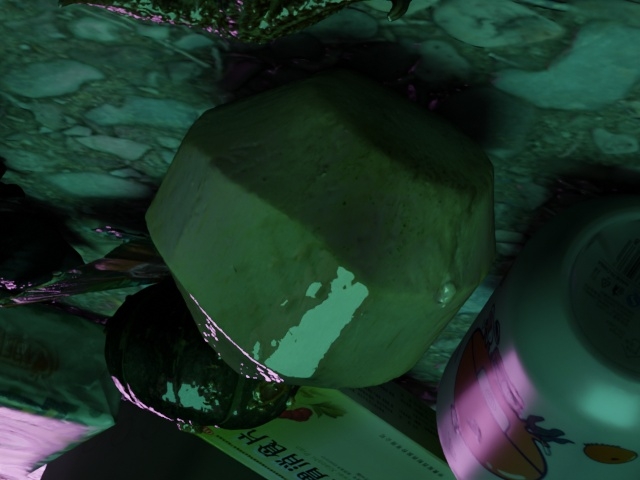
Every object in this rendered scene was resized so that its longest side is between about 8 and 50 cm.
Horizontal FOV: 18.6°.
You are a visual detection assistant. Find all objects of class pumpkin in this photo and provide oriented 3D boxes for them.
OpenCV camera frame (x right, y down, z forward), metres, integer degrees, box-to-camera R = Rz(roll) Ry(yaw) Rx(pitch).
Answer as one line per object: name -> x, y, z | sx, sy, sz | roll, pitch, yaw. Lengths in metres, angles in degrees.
pumpkin -> -0.106, 0.107, 1.832 | 0.190, 0.146, 0.190 | -7, -172, 1

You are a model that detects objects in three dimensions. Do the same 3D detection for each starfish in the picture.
starfish -> -0.043, -0.148, 1.233 | 0.238, 0.057, 0.213 | -8, -179, 0

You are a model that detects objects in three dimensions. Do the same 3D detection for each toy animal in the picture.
toy animal -> -0.281, 0.017, 1.763 | 0.121, 0.117, 0.210 | -11, 147, 31

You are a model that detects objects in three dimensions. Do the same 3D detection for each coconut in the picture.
coconut -> 0.000, 0.000, 1.447 | 0.259, 0.259, 0.259 | 10, 158, 4

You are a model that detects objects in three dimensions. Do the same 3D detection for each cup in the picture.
cup -> 0.228, 0.098, 1.593 | 0.212, 0.212, 0.317 | 13, 156, -3

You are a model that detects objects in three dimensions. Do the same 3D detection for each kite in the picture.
kite -> -0.133, 0.008, 1.731 | 0.321, 0.016, 0.234 | -23, 161, 29

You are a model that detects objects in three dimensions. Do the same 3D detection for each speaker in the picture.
speaker -> -0.181, 0.299, 2.250 | 0.183, 0.184, 0.406 | 41, 148, -22

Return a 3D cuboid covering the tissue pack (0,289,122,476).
tissue pack -> -0.366, 0.152, 2.106 | 0.228, 0.128, 0.311 | 18, 157, -21

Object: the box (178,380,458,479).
box -> 0.005, 0.195, 2.032 | 0.175, 0.062, 0.260 | -27, 133, 34
